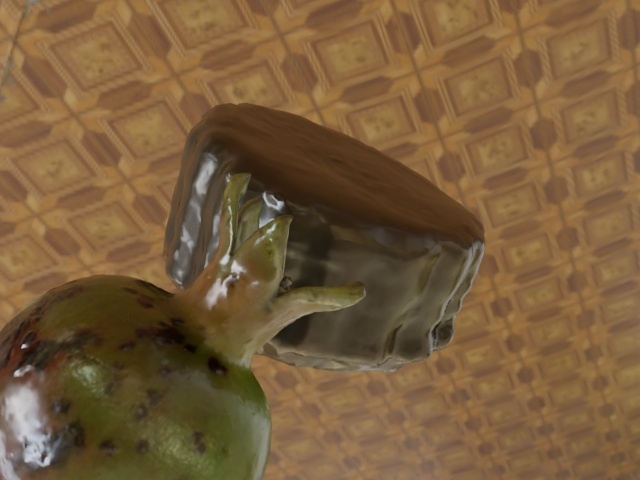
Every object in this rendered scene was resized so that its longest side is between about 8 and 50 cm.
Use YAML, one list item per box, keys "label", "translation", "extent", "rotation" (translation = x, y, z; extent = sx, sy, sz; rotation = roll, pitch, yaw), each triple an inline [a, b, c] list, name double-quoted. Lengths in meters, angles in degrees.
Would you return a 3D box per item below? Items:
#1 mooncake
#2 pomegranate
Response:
- label: "mooncake"
  translation: [0.000, 0.000, 0.705]
  extent: [0.228, 0.228, 0.124]
  rotation: [13, 110, -29]
- label: "pomegranate"
  translation: [-0.080, 0.070, 0.492]
  extent: [0.156, 0.156, 0.220]
  rotation: [23, 115, -37]
